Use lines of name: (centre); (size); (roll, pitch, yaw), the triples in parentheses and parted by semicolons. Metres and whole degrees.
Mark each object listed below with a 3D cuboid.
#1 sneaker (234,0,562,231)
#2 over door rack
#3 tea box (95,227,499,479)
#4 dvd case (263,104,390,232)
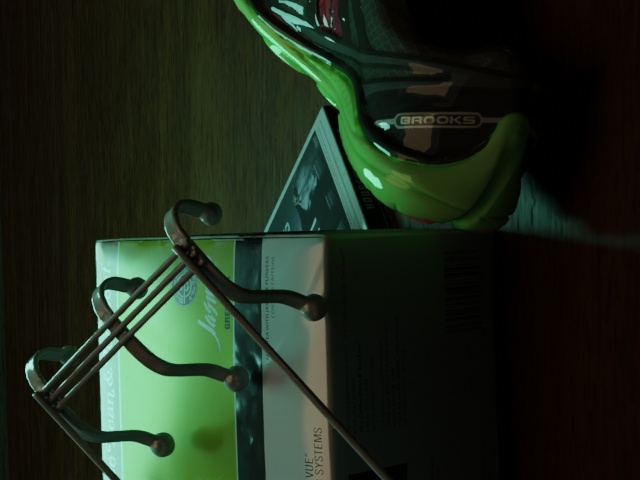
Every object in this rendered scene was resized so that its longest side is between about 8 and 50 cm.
sneaker: (0.072, -0.201, 1.296); (0.202, 0.185, 0.483); (-58, 42, 23)
over door rack: (-0.068, 0.158, 1.161); (0.239, 0.108, 0.324); (-44, 77, 35)
tea box: (-0.025, 0.155, 1.336); (0.323, 0.220, 0.329); (0, 92, 45)
dvd case: (0.000, 0.000, 1.586); (0.239, 0.029, 0.179); (117, 142, -46)
